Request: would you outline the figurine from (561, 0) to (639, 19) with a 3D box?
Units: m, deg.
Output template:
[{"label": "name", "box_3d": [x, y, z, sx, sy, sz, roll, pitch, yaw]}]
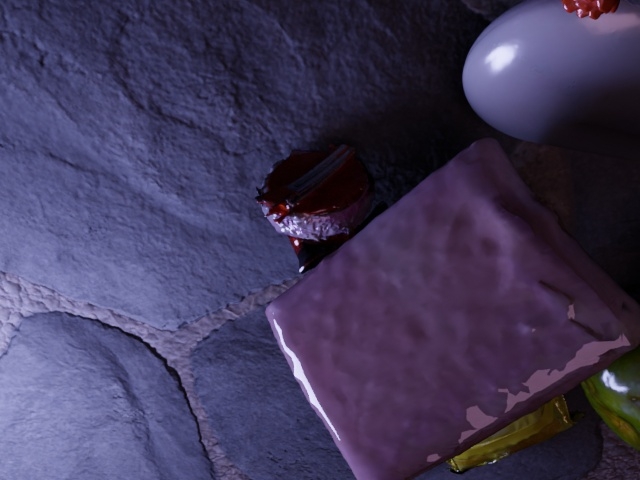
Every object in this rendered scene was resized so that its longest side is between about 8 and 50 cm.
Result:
[{"label": "figurine", "box_3d": [0.297, -0.202, 0.387, 0.246, 0.110, 0.138, -1, 145, -7]}]

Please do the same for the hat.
[{"label": "hat", "box_3d": [0.001, 0.003, 0.688, 0.129, 0.140, 0.227, 9, 135, 17]}]

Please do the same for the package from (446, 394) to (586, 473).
[{"label": "package", "box_3d": [0.251, 0.255, 0.847, 0.226, 0.090, 0.168, -29, 119, 19]}]

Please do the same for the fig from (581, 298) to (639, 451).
[{"label": "fig", "box_3d": [0.476, 0.142, 0.749, 0.275, 0.206, 0.206, -40, 115, -5]}]

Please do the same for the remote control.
[{"label": "remote control", "box_3d": [0.303, -0.149, 0.563, 0.332, 0.103, 0.221, 11, 164, -6]}]

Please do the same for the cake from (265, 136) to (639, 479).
[{"label": "cake", "box_3d": [0.132, 0.079, 0.610, 0.309, 0.237, 0.230, -37, 70, 19]}]
